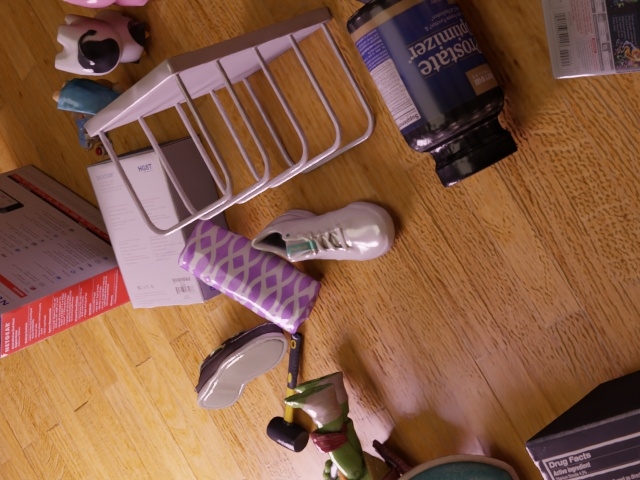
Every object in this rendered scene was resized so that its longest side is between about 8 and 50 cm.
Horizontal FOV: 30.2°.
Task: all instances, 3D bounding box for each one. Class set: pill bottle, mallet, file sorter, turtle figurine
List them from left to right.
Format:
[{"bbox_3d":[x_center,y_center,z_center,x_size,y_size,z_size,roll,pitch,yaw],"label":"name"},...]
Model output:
[{"bbox_3d":[-0.101,-0.142,1.454,0.192,0.277,0.173,-27,91,47],"label":"file sorter"},{"bbox_3d":[-0.036,0.225,1.734,0.062,0.039,0.190,31,123,32],"label":"mallet"},{"bbox_3d":[0.000,0.333,1.632,0.274,0.197,0.266,-18,92,43],"label":"turtle figurine"},{"bbox_3d":[0.129,-0.176,1.327,0.122,0.122,0.219,-27,92,47],"label":"pill bottle"}]

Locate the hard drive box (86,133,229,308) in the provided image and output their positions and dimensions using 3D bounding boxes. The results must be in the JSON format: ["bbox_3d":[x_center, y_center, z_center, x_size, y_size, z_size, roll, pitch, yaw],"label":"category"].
[{"bbox_3d":[-0.232,-0.024,1.766,0.181,0.089,0.232,-7,104,45],"label":"hard drive box"}]

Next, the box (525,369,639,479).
[{"bbox_3d":[0.423,0.265,1.204,0.296,0.182,0.294,-29,89,45],"label":"box"}]

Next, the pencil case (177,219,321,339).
[{"bbox_3d":[-0.095,0.047,1.633,0.206,0.088,0.086,32,92,1],"label":"pencil case"}]

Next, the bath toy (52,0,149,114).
[{"bbox_3d":[-0.288,-0.344,1.653,0.129,0.151,0.348,10,119,-2],"label":"bath toy"}]

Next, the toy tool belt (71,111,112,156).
[{"bbox_3d":[-0.362,-0.166,1.853,0.052,0.051,0.083,6,113,42],"label":"toy tool belt"}]

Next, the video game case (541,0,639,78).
[{"bbox_3d":[0.299,-0.264,1.201,0.173,0.022,0.191,1,108,44],"label":"video game case"}]

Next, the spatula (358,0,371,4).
[{"bbox_3d":[-0.010,-0.334,1.456,0.296,0.030,0.084,31,128,30],"label":"spatula"}]

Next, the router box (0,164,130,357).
[{"bbox_3d":[-0.479,0.018,1.868,0.335,0.301,0.082,31,127,31],"label":"router box"}]

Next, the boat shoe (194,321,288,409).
[{"bbox_3d":[-0.123,0.173,1.758,0.228,0.081,0.069,-45,43,43],"label":"boat shoe"}]

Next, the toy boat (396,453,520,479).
[{"bbox_3d":[0.200,0.422,1.476,0.318,0.267,0.148,39,178,2],"label":"toy boat"}]

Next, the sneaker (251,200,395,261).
[{"bbox_3d":[0.000,0.000,1.553,0.212,0.094,0.080,-4,104,44],"label":"sneaker"}]
